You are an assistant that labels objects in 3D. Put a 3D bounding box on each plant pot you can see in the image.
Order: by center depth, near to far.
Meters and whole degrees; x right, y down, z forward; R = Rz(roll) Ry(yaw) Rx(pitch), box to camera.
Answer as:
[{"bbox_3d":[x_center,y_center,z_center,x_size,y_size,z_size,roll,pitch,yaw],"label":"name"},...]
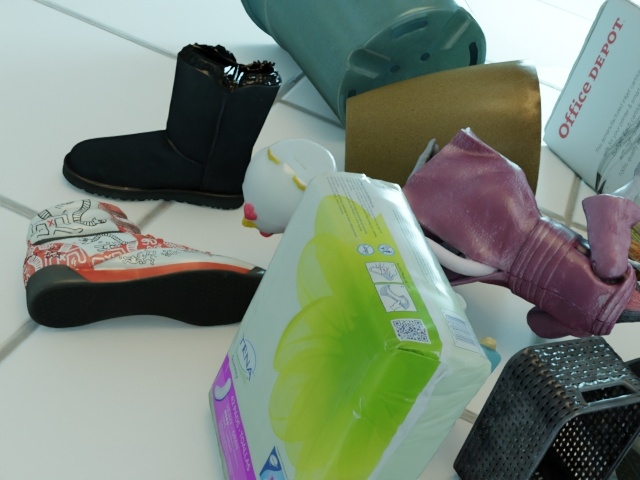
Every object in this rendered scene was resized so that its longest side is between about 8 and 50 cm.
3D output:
[{"bbox_3d":[0.161,-0.139,1.256,0.254,0.237,0.237,2,36,1],"label":"plant pot"},{"bbox_3d":[0.080,-0.358,1.434,0.341,0.341,0.334,-5,49,-29],"label":"plant pot"}]

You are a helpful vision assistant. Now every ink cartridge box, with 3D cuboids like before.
[{"bbox_3d":[0.570,-0.172,1.401,0.166,0.285,0.395,-4,41,-30],"label":"ink cartridge box"}]

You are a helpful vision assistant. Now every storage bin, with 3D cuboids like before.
[{"bbox_3d":[0.219,0.186,0.852,0.122,0.180,0.084,-4,41,-28],"label":"storage bin"}]

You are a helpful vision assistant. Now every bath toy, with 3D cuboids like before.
[{"bbox_3d":[0.025,0.047,0.946,0.151,0.129,0.348,-19,62,-40],"label":"bath toy"}]

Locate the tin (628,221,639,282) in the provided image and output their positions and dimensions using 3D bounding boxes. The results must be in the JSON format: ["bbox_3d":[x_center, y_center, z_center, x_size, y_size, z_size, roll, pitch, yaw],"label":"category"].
[{"bbox_3d":[0.483,0.030,1.307,0.106,0.040,0.190,-8,42,-26],"label":"tin"}]

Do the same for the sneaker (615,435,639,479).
[{"bbox_3d":[0.402,0.272,0.883,0.130,0.087,0.227,-26,56,-29],"label":"sneaker"}]

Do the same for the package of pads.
[{"bbox_3d":[0.006,0.117,0.751,0.101,0.297,0.229,11,35,-25],"label":"package of pads"}]

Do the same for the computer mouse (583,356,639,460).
[{"bbox_3d":[0.406,0.182,1.046,0.272,0.072,0.188,-11,45,-17],"label":"computer mouse"}]

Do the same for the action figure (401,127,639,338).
[{"bbox_3d":[0.250,0.014,1.028,0.370,0.248,0.275,27,36,24],"label":"action figure"}]

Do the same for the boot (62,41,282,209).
[{"bbox_3d":[-0.185,-0.150,1.108,0.246,0.207,0.094,8,36,-13],"label":"boot"}]

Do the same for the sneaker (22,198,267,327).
[{"bbox_3d":[-0.186,0.017,0.982,0.270,0.090,0.145,-1,42,-21],"label":"sneaker"}]
